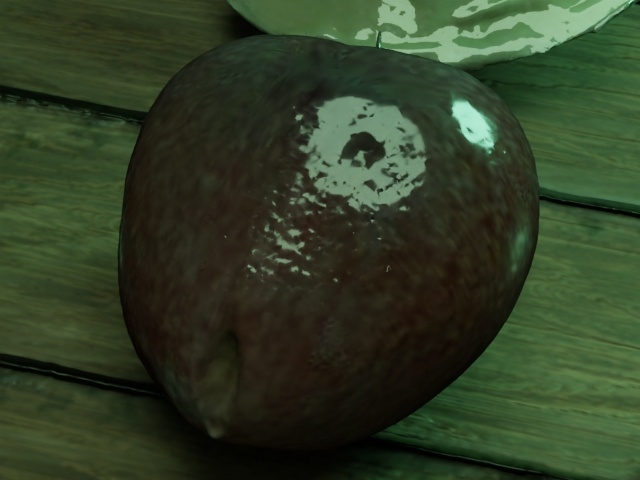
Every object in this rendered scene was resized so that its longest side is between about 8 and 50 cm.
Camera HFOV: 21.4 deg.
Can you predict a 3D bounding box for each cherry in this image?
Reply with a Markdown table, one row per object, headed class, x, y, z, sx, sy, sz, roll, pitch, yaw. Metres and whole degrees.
| class | x | y | z | sx | sy | sz | roll | pitch | yaw |
| --- | --- | --- | --- | --- | --- | --- | --- | --- | --- |
| cherry | 0.000 | 0.000 | 1.044 | 0.261 | 0.221 | 0.307 | 12 | 59 | 19 |

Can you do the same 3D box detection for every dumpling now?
| class | x | y | z | sx | sy | sz | roll | pitch | yaw |
| --- | --- | --- | --- | --- | --- | --- | --- | --- | --- |
| dumpling | 0.117 | -0.271 | 1.309 | 0.395 | 0.233 | 0.315 | -39 | 61 | -16 |
